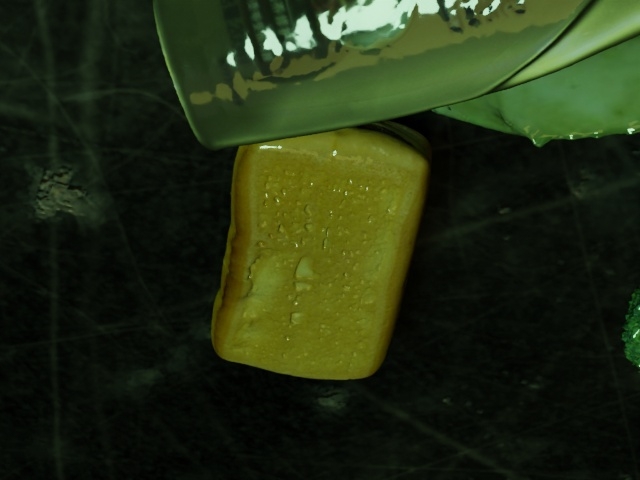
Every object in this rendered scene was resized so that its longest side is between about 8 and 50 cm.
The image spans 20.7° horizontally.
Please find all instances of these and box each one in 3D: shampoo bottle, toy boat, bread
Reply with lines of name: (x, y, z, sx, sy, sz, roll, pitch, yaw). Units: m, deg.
shampoo bottle: (0.088, -0.141, 0.915, 0.350, 0.084, 0.126, -13, 101, 18)
toy boat: (0.193, -0.103, 0.964, 0.293, 0.055, 0.093, -11, 128, 17)
bread: (0.000, 0.000, 1.072, 0.115, 0.077, 0.200, 11, 132, -1)

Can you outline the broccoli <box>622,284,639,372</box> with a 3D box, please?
broccoli: (0.309, 0.049, 0.956, 0.269, 0.270, 0.270, -15, 150, -9)
